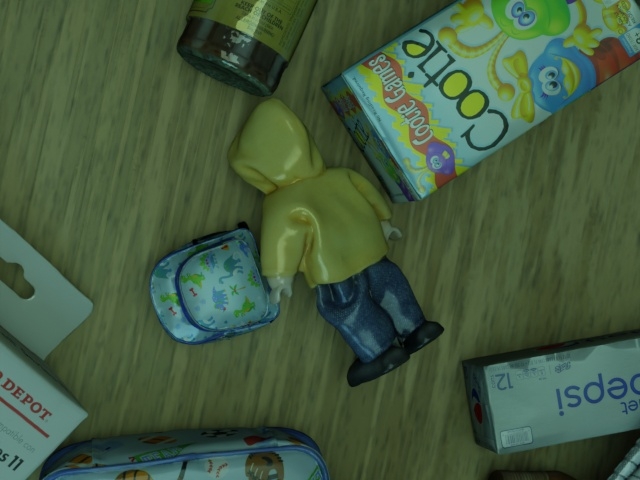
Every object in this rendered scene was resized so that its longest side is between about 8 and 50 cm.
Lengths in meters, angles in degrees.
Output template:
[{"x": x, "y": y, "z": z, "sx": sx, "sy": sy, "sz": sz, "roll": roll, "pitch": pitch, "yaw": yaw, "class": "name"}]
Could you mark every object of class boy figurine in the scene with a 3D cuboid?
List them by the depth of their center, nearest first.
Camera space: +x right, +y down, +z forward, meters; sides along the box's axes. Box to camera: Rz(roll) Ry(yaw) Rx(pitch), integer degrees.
[{"x": 0.000, "y": 0.000, "z": 1.470, "sx": 0.177, "sy": 0.092, "sz": 0.285, "roll": -35, "pitch": 94, "yaw": -40, "class": "boy figurine"}]

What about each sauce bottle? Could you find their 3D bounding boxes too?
[{"x": -0.025, "y": -0.312, "z": 1.470, "sx": 0.111, "sy": 0.111, "sz": 0.344, "roll": 25, "pitch": 82, "yaw": -7, "class": "sauce bottle"}]

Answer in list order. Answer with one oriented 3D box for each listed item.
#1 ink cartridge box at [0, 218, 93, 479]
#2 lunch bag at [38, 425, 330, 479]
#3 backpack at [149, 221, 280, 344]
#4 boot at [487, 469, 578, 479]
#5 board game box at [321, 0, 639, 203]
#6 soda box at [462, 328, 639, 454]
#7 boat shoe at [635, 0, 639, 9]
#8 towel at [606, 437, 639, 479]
[{"x": -0.362, "y": 0.154, "z": 1.375, "sx": 0.353, "sy": 0.119, "sz": 0.207, "roll": -47, "pitch": 129, "yaw": -6, "class": "ink cartridge box"}, {"x": -0.132, "y": 0.307, "z": 1.452, "sx": 0.303, "sy": 0.115, "sz": 0.243, "roll": -5, "pitch": 96, "yaw": -7, "class": "lunch bag"}, {"x": -0.106, "y": 0.047, "z": 1.469, "sx": 0.114, "sy": 0.084, "sz": 0.105, "roll": -20, "pitch": 90, "yaw": -5, "class": "backpack"}, {"x": 0.235, "y": 0.328, "z": 1.511, "sx": 0.152, "sy": 0.073, "sz": 0.197, "roll": 12, "pitch": 80, "yaw": -19, "class": "boot"}, {"x": 0.160, "y": -0.167, "z": 1.477, "sx": 0.275, "sy": 0.144, "sz": 0.142, "roll": -32, "pitch": 95, "yaw": -6, "class": "board game box"}, {"x": 0.293, "y": 0.141, "z": 1.517, "sx": 0.286, "sy": 0.098, "sz": 0.091, "roll": -10, "pitch": 90, "yaw": -8, "class": "soda box"}, {"x": 0.345, "y": -0.410, "z": 1.496, "sx": 0.136, "sy": 0.156, "sz": 0.367, "roll": 4, "pitch": 90, "yaw": -8, "class": "boat shoe"}, {"x": 0.345, "y": 0.328, "z": 1.466, "sx": 0.283, "sy": 0.121, "sz": 0.235, "roll": -51, "pitch": 132, "yaw": -6, "class": "towel"}]
